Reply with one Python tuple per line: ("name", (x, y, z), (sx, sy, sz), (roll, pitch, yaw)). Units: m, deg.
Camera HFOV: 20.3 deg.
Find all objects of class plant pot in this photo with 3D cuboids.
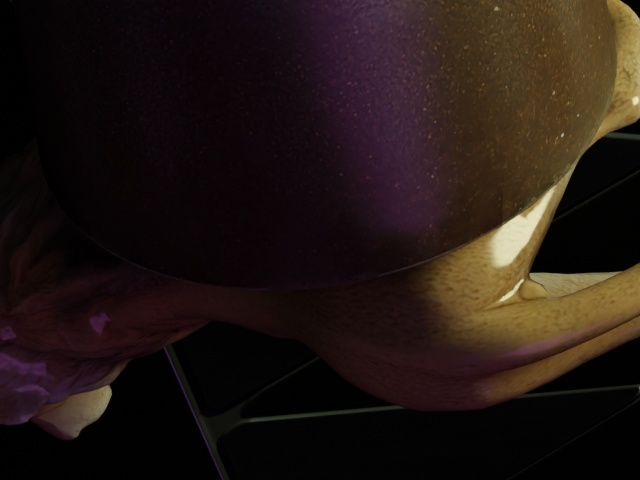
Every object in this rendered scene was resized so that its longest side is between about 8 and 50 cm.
("plant pot", (-0.018, -0.140, 0.582), (0.215, 0.215, 0.230), (-27, 134, -14))

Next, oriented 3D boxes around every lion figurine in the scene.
("lion figurine", (0.000, 0.000, 0.699), (0.240, 0.142, 0.392), (-32, -162, -34))
